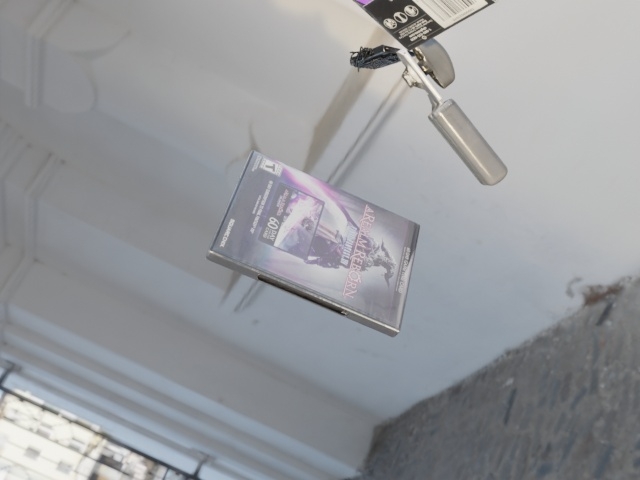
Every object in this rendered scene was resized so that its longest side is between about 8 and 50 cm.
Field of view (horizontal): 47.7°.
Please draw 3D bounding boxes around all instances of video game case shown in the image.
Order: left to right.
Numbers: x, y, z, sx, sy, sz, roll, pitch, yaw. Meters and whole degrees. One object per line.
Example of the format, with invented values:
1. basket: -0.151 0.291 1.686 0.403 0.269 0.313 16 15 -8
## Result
1. video game case: 0.000 0.000 1.005 0.026 0.274 0.196 122 169 -50

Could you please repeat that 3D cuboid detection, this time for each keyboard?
1. keyboard: 0.103 -0.338 1.384 0.192 0.100 0.038 -163 81 -73

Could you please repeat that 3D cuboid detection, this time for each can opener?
1. can opener: 0.234 -0.227 1.235 0.095 0.283 0.076 -40 4 3

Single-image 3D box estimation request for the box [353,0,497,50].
1. box: 0.153 -0.411 0.926 0.165 0.143 0.270 -14 49 53
